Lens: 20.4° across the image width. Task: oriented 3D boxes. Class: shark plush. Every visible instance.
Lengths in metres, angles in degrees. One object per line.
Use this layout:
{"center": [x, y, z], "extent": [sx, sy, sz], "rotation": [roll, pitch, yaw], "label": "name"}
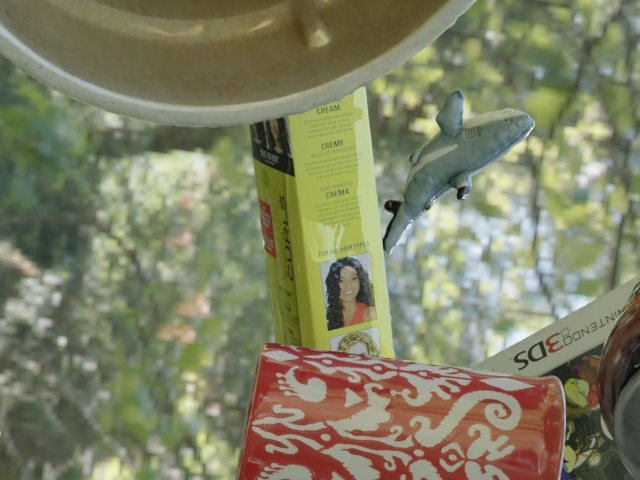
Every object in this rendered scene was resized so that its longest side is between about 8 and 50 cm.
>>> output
{"center": [0.104, -0.058, 1.484], "extent": [0.067, 0.161, 0.073], "rotation": [36, -22, 44], "label": "shark plush"}

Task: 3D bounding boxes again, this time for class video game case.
{"center": [0.214, 0.159, 1.248], "extent": [0.210, 0.042, 0.232], "rotation": [-33, -115, 37], "label": "video game case"}

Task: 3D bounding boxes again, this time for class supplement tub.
{"center": [0.193, 0.055, 0.853], "extent": [0.198, 0.106, 0.106], "rotation": [-42, 150, -64], "label": "supplement tub"}

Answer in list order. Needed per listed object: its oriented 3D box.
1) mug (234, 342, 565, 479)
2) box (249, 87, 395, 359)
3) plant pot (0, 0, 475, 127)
{"center": [0.038, 0.134, 0.994], "extent": [0.113, 0.169, 0.150], "rotation": [-170, -89, -87], "label": "mug"}
{"center": [0.000, 0.000, 1.139], "extent": [0.087, 0.058, 0.232], "rotation": [-150, -130, -64], "label": "box"}
{"center": [-0.075, -0.281, 0.974], "extent": [0.305, 0.333, 0.334], "rotation": [-115, -144, -53], "label": "plant pot"}
